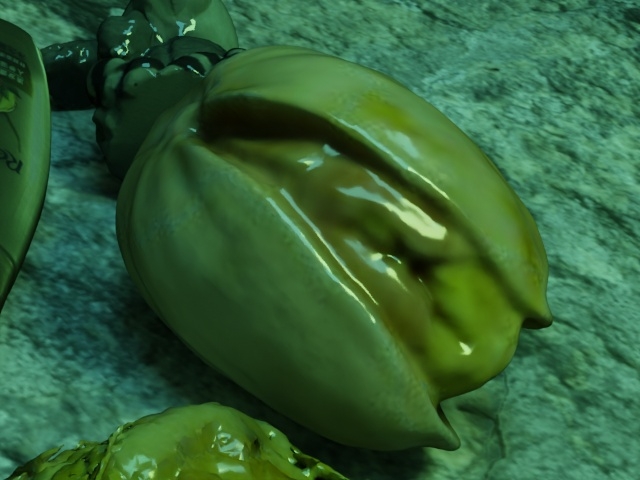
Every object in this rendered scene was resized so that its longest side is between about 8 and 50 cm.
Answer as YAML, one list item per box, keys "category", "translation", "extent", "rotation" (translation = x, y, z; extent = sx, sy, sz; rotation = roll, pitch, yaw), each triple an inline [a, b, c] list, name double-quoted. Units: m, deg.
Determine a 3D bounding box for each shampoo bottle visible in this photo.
- category: "shampoo bottle"
  translation: [-0.250, -0.040, 1.307]
  extent: [0.126, 0.084, 0.350]
  rotation: [11, 33, -12]

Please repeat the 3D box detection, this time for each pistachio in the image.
- category: "pistachio"
  translation: [0.000, 0.000, 1.242]
  extent: [0.309, 0.230, 0.230]
  rotation: [35, 37, 21]

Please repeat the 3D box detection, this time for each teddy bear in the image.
- category: "teddy bear"
  translation: [-0.127, -0.135, 1.455]
  extent: [0.171, 0.144, 0.251]
  rotation: [-12, 36, -14]

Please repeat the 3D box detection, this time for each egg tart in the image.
- category: "egg tart"
  translation: [-0.043, 0.170, 1.040]
  extent: [0.297, 0.132, 0.297]
  rotation: [14, 26, -7]
